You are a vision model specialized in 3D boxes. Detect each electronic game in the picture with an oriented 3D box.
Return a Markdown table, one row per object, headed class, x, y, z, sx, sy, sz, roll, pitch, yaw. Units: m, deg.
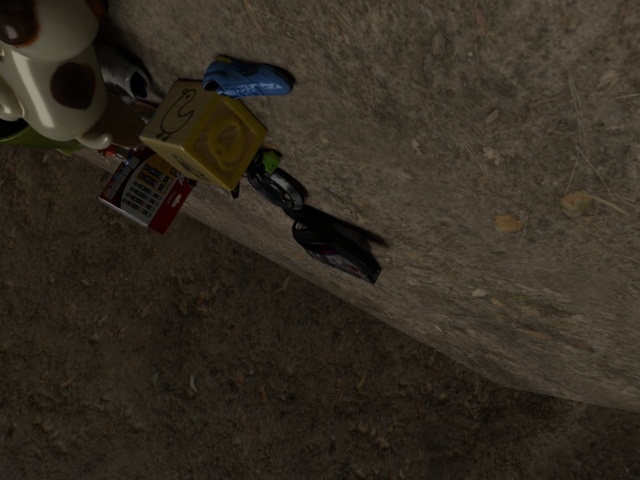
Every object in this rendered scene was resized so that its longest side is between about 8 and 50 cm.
| class | x | y | z | sx | sy | sz | roll | pitch | yaw |
| --- | --- | --- | --- | --- | --- | --- | --- | --- | --- |
| electronic game | -0.148 | -0.176 | 1.600 | 0.229 | 0.048 | 0.229 | 30 | 161 | 12 |

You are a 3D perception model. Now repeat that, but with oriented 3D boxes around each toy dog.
| class | x | y | z | sx | sy | sz | roll | pitch | yaw |
| --- | --- | --- | --- | --- | --- | --- | --- | --- | --- |
| toy dog | -0.597 | -0.407 | 1.055 | 0.396 | 0.284 | 0.408 | 57 | 147 | 6 |

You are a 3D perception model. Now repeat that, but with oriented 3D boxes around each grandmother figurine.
| class | x | y | z | sx | sy | sz | roll | pitch | yaw |
| --- | --- | --- | --- | --- | --- | --- | --- | --- | --- |
| grandmother figurine | -0.459 | -0.349 | 1.504 | 0.342 | 0.104 | 0.207 | 18 | -168 | 29 |

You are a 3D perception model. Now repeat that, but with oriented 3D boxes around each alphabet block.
| class | x | y | z | sx | sy | sz | roll | pitch | yaw |
| --- | --- | --- | --- | --- | --- | --- | --- | --- | --- |
| alphabet block | -0.289 | -0.263 | 1.242 | 0.197 | 0.193 | 0.193 | 17 | 165 | 39 |

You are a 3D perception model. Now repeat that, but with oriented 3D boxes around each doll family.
| class | x | y | z | sx | sy | sz | roll | pitch | yaw |
| --- | --- | --- | --- | --- | --- | --- | --- | --- | --- |
| doll family | -0.665 | -0.387 | 1.623 | 0.163 | 0.263 | 0.118 | 27 | 136 | -32 |

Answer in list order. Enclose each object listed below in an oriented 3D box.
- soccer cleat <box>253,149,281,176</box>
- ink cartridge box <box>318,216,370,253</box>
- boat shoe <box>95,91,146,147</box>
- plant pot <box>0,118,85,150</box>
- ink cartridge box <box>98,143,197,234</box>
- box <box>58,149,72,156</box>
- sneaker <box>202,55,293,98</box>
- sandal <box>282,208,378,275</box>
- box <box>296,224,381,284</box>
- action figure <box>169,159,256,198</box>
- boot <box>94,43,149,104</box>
| class | x | y | z | sx | sy | sz | roll | pitch | yaw |
| --- | --- | --- | --- | --- | --- | --- | --- | --- | --- |
| soccer cleat | -0.177 | -0.219 | 1.432 | 0.060 | 0.072 | 0.178 | 36 | 166 | -30 |
| ink cartridge box | 0.078 | -0.012 | 1.772 | 0.179 | 0.045 | 0.145 | 19 | 164 | 27 |
| boat shoe | -0.629 | -0.370 | 1.358 | 0.341 | 0.122 | 0.110 | 30 | -170 | -20 |
| plant pot | -0.887 | -0.440 | 1.577 | 0.366 | 0.367 | 0.353 | 27 | 179 | 10 |
| ink cartridge box | -0.643 | -0.217 | 1.918 | 0.271 | 0.310 | 0.130 | 32 | 167 | -17 |
| box | -0.887 | -0.425 | 1.794 | 0.087 | 0.232 | 0.058 | 26 | 171 | 7 |
| sneaker | -0.150 | -0.310 | 1.001 | 0.209 | 0.082 | 0.069 | 21 | 163 | 27 |
| sandal | 0.000 | 0.000 | 1.718 | 0.445 | 0.107 | 0.167 | 35 | 172 | 34 |
| box | 0.068 | 0.052 | 1.970 | 0.307 | 0.077 | 0.242 | 22 | 166 | 28 |
| action figure | -0.313 | -0.211 | 1.436 | 0.284 | 0.185 | 0.099 | 21 | 139 | 40 |
| boot | -0.528 | -0.416 | 1.360 | 0.123 | 0.095 | 0.258 | 36 | 167 | 1 |
